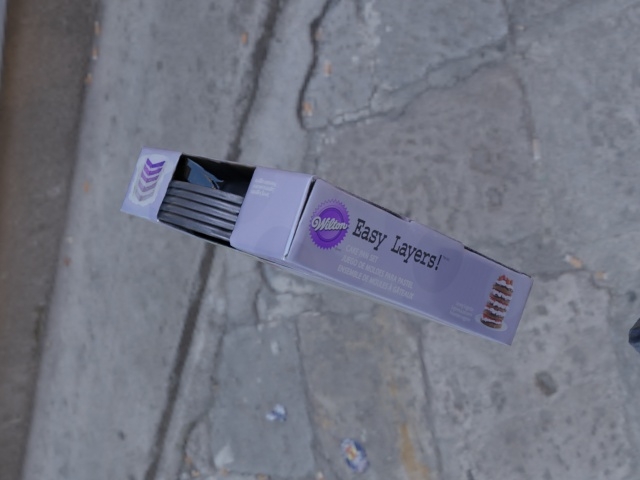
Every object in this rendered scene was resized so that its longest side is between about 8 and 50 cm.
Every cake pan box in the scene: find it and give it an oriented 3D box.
[{"bbox_3d":[0.000,0.000,0.797,0.245,0.267,0.070,12,82,49],"label":"cake pan box"}]

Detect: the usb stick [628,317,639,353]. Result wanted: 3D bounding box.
[{"bbox_3d":[0.347,0.152,0.734,0.278,0.045,0.077,46,147,0],"label":"usb stick"}]
